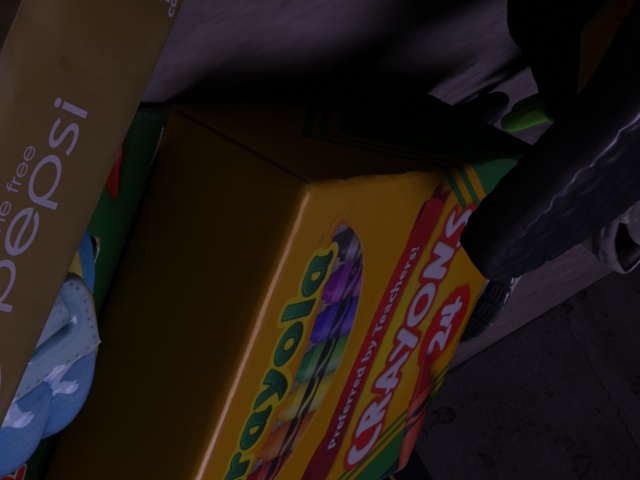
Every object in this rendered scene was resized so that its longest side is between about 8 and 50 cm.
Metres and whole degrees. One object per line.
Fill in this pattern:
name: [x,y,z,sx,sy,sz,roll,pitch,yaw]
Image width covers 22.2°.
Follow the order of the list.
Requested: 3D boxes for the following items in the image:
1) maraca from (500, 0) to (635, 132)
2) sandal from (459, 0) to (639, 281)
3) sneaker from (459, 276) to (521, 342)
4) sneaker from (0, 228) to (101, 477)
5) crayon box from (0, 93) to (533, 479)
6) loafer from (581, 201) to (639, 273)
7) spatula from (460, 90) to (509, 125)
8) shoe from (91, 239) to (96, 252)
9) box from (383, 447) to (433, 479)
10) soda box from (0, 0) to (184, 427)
maraca: [0.175,-0.092,0.895,0.127,0.099,0.186,-25,-172,-27]
sandal: [0.166,-0.147,0.621,0.168,0.107,0.445,-23,156,-38]
sneaker: [0.092,0.019,1.276,0.129,0.111,0.297,-42,180,-25]
sneaker: [-0.170,0.021,0.456,0.208,0.127,0.319,-43,163,-12]
crayon box: [-0.019,0.039,0.769,0.318,0.081,0.202,-12,128,-61]
loafer: [0.281,-0.053,1.338,0.112,0.111,0.319,-28,170,-12]
spatula: [-0.011,0.000,0.964,0.296,0.030,0.084,-33,-164,-1]
shoe: [-0.094,0.030,0.849,0.081,0.063,0.178,-27,174,-35]
box: [0.006,0.219,1.337,0.097,0.318,0.395,-27,169,-14]
soda box: [-0.099,0.003,0.375,0.058,0.061,0.181,22,91,-63]
